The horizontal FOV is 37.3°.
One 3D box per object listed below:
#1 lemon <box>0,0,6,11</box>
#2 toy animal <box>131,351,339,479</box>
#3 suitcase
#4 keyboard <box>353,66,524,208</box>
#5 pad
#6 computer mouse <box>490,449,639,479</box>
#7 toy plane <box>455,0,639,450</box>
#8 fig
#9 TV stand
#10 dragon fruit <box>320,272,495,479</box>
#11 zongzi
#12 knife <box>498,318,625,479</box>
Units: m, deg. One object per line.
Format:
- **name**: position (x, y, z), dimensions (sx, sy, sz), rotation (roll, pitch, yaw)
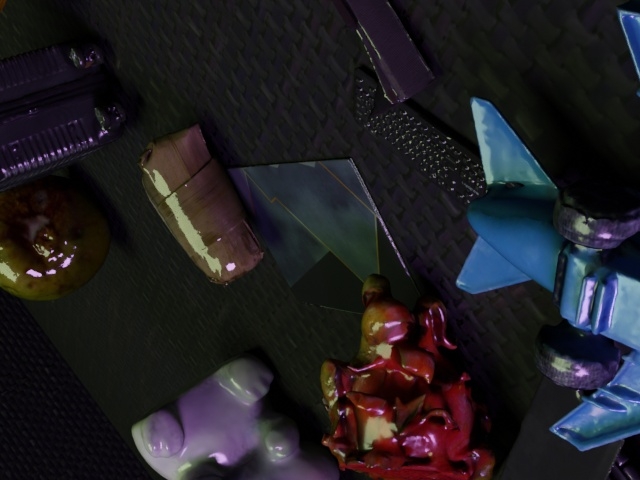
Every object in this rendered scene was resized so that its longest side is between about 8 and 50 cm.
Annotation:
- **lemon**: position (-0.465, -0.316, 0.927), dimensions (0.336, 0.336, 0.336), rotation (42, 154, 27)
- **toy animal**: position (-0.077, 0.330, 1.213), dimensions (0.367, 0.196, 0.241), rotation (52, 164, 11)
- **suitcase**: position (-0.354, -0.134, 1.098), dimensions (0.312, 0.202, 0.128), rotation (-8, 105, 65)
- **keyboard**: position (0.075, -0.059, 0.626), dimensions (0.155, 0.010, 0.053), rotation (41, 152, 29)
- **pad**: position (0.000, 0.000, 0.854), dimensions (0.243, 0.004, 0.163), rotation (4, 125, 61)
- **computer mouse**: position (0.183, 0.197, 0.702), dimensions (0.120, 0.057, 0.232), rotation (53, 155, 22)
- **toy plane**: position (0.170, 0.024, 0.450), dimensions (0.271, 0.105, 0.254), rotation (34, 134, 45)
- **fig**: position (-0.401, -0.007, 1.382), dimensions (0.181, 0.181, 0.191), rotation (61, 177, -15)
- **TV stand**: position (-0.017, -0.194, 0.579), dimensions (0.256, 0.040, 0.049), rotation (58, 156, -6)
- **dragon fruit**: position (0.064, 0.123, 0.751), dimensions (0.150, 0.133, 0.207), rotation (-68, -33, -66)
- **zongzi**: position (-0.128, -0.030, 0.966), dimensions (0.160, 0.078, 0.176), rotation (64, 164, -4)
- **knife**: position (0.160, 0.117, 0.600), dimensions (0.072, 0.019, 0.245), rotation (47, 141, 38)
